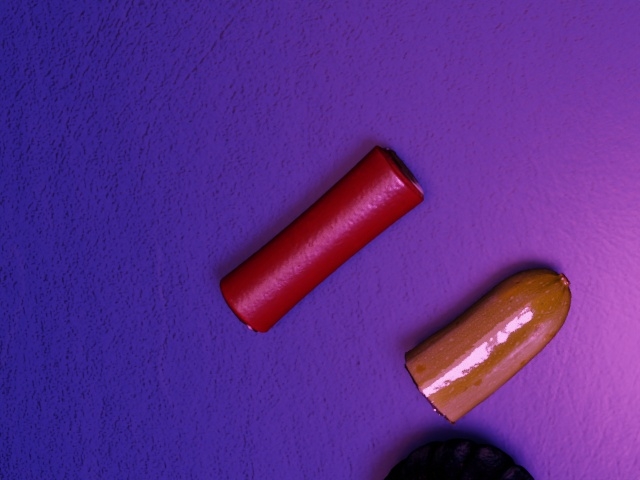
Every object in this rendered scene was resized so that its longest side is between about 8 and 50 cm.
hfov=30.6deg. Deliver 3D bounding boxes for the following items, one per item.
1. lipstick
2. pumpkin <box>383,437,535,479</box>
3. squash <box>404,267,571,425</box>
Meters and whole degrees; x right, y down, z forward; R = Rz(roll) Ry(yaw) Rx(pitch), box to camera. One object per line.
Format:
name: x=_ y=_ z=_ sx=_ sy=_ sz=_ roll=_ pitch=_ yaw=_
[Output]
lipstick: x=0.000 y=0.000 z=1.251 sx=0.241 sy=0.080 sz=0.080 roll=-40 pitch=86 yaw=11
pumpkin: x=0.144 y=0.301 z=1.215 sx=0.194 sy=0.150 sz=0.194 roll=-14 pitch=65 yaw=31
squash: x=0.185 y=0.101 z=1.216 sx=0.188 sy=0.095 sz=0.095 roll=-38 pitch=86 yaw=9
